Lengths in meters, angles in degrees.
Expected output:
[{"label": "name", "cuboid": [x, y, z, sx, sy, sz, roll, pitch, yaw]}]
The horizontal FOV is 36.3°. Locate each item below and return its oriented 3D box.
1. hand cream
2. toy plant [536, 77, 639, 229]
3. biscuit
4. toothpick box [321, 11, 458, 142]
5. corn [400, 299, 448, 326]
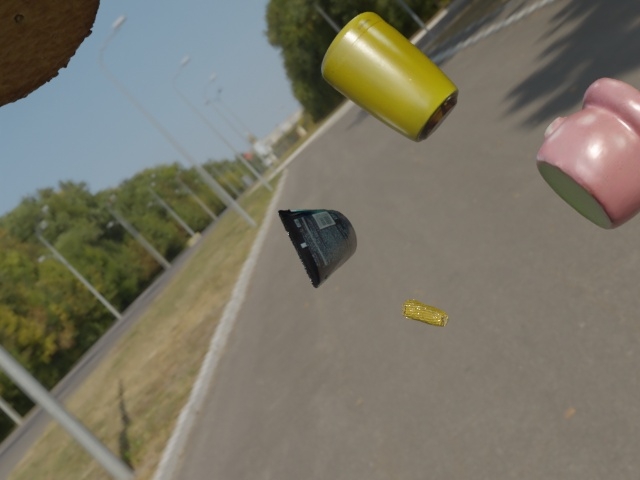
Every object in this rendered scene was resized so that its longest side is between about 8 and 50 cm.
[{"label": "hand cream", "cuboid": [0.000, 0.000, 1.463, 0.061, 0.120, 0.270, -25, -1, 13]}, {"label": "toy plant", "cuboid": [0.523, -0.197, 1.558, 0.356, 0.211, 0.317, -39, -20, 0]}, {"label": "biscuit", "cuboid": [-0.366, -0.249, 1.017, 0.305, 0.038, 0.305, -29, -29, -18]}, {"label": "toothpick box", "cuboid": [0.151, -0.329, 2.018, 0.175, 0.271, 0.175, -47, -11, -12]}, {"label": "corn", "cuboid": [0.142, 0.101, 1.353, 0.028, 0.027, 0.083, -22, 24, -34]}]
